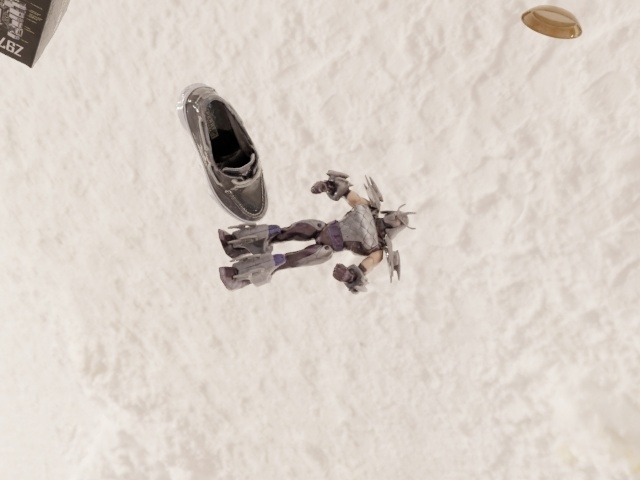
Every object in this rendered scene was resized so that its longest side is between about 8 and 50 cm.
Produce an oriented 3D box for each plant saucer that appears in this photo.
[{"bbox_3d":[0.310,-0.294,0.843,0.083,0.083,0.015,22,93,24],"label":"plant saucer"}]

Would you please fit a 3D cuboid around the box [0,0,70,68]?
[{"bbox_3d":[-0.262,-0.229,0.439,0.180,0.077,0.147,25,147,-22],"label":"box"}]

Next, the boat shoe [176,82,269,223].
[{"bbox_3d":[-0.154,-0.138,1.130,0.102,0.108,0.301,34,152,45],"label":"boat shoe"}]

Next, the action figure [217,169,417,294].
[{"bbox_3d":[0.000,0.000,0.901,0.285,0.185,0.099,-14,151,3],"label":"action figure"}]
